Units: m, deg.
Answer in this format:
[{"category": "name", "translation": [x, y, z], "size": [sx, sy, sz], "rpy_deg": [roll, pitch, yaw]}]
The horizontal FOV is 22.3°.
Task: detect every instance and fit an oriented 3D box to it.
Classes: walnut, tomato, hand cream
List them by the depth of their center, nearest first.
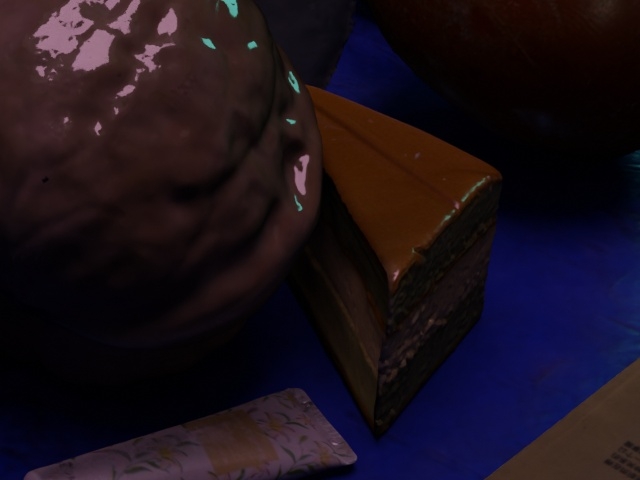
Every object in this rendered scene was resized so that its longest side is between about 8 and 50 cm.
[{"category": "hand cream", "translation": [-0.076, 0.118, 0.843], "size": [0.194, 0.042, 0.067], "rpy_deg": [-15, 37, -29]}, {"category": "walnut", "translation": [-0.119, -0.048, 0.894], "size": [0.248, 0.248, 0.248], "rpy_deg": [1, 35, -1]}, {"category": "tomato", "translation": [0.160, -0.190, 1.083], "size": [0.270, 0.223, 0.270], "rpy_deg": [32, 24, -16]}]

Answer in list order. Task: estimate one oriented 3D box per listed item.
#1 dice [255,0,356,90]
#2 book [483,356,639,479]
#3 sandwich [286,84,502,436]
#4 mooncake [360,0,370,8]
[{"category": "dice", "translation": [-0.148, -0.203, 1.099], "size": [0.268, 0.265, 0.262], "rpy_deg": [-16, 39, -22]}, {"category": "book", "translation": [0.201, 0.129, 0.855], "size": [0.161, 0.026, 0.231], "rpy_deg": [29, 43, 34]}, {"category": "sandwich", "translation": [0.000, 0.000, 0.946], "size": [0.187, 0.117, 0.144], "rpy_deg": [24, 38, 27]}, {"category": "mooncake", "translation": [0.100, -0.239, 1.304], "size": [0.175, 0.104, 0.168], "rpy_deg": [-8, 40, -11]}]
